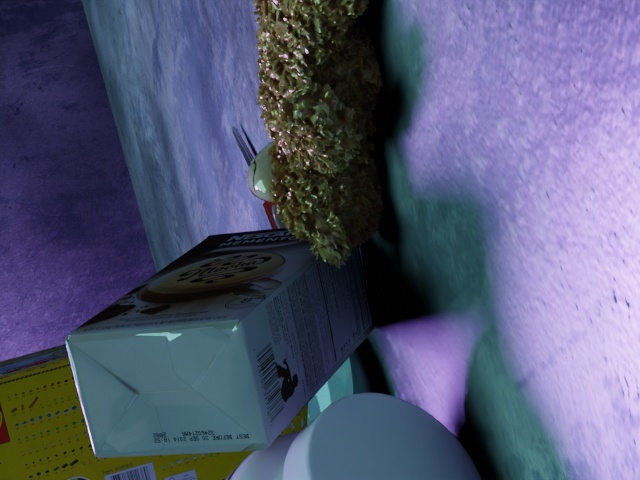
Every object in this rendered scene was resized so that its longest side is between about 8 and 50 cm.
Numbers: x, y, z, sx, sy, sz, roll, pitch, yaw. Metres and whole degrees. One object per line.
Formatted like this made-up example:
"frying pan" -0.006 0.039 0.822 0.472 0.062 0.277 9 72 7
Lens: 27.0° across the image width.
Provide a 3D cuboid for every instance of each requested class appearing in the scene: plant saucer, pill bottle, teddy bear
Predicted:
"plant saucer" 0.025 0.191 1.419 0.195 0.037 0.195 -176 90 -77
"pill bottle" -0.023 0.297 1.169 0.363 0.210 0.210 -51 48 41
"teddy bear" -0.016 -0.142 1.138 0.338 0.113 0.245 92 162 -51

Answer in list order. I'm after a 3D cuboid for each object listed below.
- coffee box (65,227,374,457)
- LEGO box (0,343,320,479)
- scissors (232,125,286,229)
"coffee box" -0.078 0.082 1.216 0.297 0.168 0.119 -41 -58 -65
"LEGO box" -0.246 0.215 1.648 0.372 0.500 0.193 171 84 -77
"scissors" -0.067 -0.068 1.670 0.109 0.021 0.297 89 163 -54
